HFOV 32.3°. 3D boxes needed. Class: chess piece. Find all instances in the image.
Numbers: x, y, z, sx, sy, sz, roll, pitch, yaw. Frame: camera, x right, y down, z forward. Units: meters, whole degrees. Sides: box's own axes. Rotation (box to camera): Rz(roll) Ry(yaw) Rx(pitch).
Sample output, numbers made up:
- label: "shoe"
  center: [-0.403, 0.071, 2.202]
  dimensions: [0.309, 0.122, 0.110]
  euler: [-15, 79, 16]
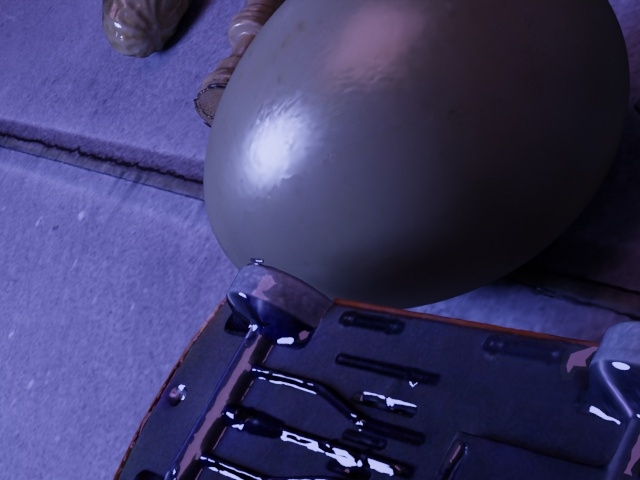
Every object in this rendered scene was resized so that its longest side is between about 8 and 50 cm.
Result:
- label: "chess piece"
  center: [-0.058, -0.173, 0.955]
  dimensions: [0.060, 0.060, 0.172]
  euler: [-18, 42, 39]

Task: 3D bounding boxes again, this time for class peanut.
- label: "peanut"
  center: [-0.174, -0.275, 1.163]
  dimensions: [0.093, 0.083, 0.194]
  euler: [-30, 37, 51]

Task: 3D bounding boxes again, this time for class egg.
- label: "egg"
  center: [0.043, -0.058, 0.596]
  dimensions: [0.254, 0.188, 0.188]
  euler: [-31, 38, 31]

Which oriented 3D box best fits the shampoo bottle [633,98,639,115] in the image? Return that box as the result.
- label: "shampoo bottle"
  center: [0.242, -0.120, 0.556]
  dimensions: [0.191, 0.041, 0.069]
  euler: [-43, 32, 11]

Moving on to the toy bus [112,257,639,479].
- label: "toy bus"
  center: [0.051, 0.113, 0.453]
  dimensions: [0.329, 0.153, 0.143]
  euler: [5, 60, 50]
